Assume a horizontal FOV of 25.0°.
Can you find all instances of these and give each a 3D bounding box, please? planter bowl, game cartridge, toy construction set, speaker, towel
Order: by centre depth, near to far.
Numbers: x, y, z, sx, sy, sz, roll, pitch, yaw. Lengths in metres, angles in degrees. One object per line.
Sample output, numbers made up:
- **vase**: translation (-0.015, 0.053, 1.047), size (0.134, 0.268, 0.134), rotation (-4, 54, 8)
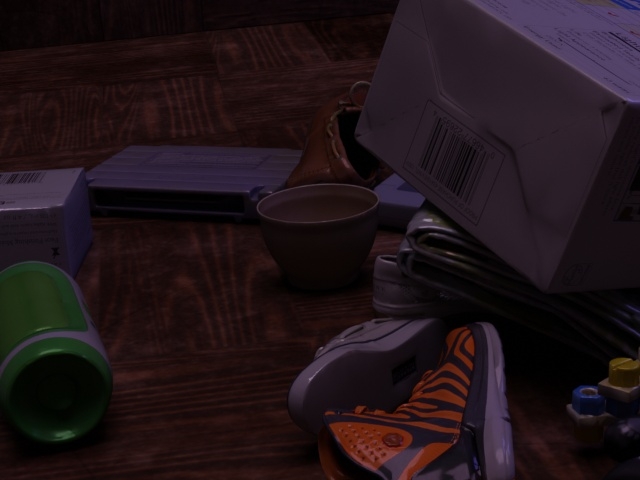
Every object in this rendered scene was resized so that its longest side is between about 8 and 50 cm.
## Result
- **toy construction set**: translation (0.421, 0.131, 1.411), size (0.328, 0.151, 0.215), rotation (-30, 29, -29)
- **speaker**: translation (-0.311, 0.119, 1.615), size (0.131, 0.131, 0.296), rotation (-10, 20, -14)
- **towel**: translation (0.277, 0.004, 1.694), size (0.321, 0.090, 0.374), rotation (25, 25, 8)
- **planter bowl**: translation (0.000, 0.000, 1.904), size (0.162, 0.109, 0.162), rotation (-3, 20, 1)
- **game cartridge**: translation (0.215, -0.085, 2.152), size (0.196, 0.060, 0.294), rotation (5, 27, 35)
- **game cartridge**: translation (-0.193, -0.094, 2.293), size (0.355, 0.068, 0.230), rotation (3, 17, 21)

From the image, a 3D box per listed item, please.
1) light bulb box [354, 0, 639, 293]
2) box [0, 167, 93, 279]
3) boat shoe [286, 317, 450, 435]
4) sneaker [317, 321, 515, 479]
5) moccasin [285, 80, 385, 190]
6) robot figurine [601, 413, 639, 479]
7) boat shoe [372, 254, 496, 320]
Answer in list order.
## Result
- **light bulb box**: translation (0.301, -0.129, 1.618), size (0.361, 0.225, 0.358), rotation (-1, 31, -38)
- **box**: translation (-0.428, -0.019, 2.036), size (0.181, 0.119, 0.182), rotation (-4, 20, 2)
- **boat shoe**: translation (0.037, 0.136, 1.538), size (0.088, 0.096, 0.267), rotation (5, 20, 36)
- **sneaker**: translation (0.088, 0.169, 1.384), size (0.180, 0.124, 0.321), rotation (-2, 20, 4)
- **moccasin**: translation (0.049, -0.153, 2.226), size (0.147, 0.139, 0.380), rotation (-34, 8, 23)
- **robot figurine**: translation (0.318, 0.230, 1.099), size (0.278, 0.209, 0.173), rotation (-14, 0, -24)
- **boat shoe**: translation (0.199, 0.037, 1.775), size (0.277, 0.096, 0.098), rotation (-8, 18, -13)
